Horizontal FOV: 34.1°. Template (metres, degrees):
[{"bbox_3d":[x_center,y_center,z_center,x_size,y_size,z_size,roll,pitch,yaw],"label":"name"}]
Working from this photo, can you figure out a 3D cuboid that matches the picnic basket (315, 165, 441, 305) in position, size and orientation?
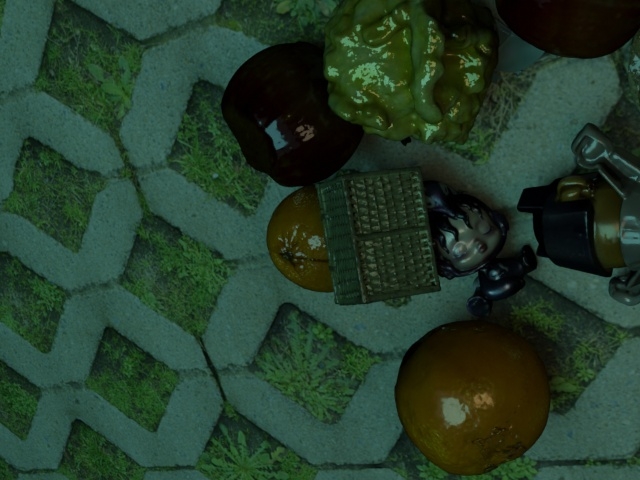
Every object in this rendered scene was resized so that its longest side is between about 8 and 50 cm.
[{"bbox_3d":[0.081,-0.006,1.597,0.154,0.134,0.196,166,94,-73],"label":"picnic basket"}]

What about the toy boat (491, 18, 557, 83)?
[{"bbox_3d":[0.289,-0.276,1.487,0.105,0.034,0.149,32,126,21],"label":"toy boat"}]

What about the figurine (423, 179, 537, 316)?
[{"bbox_3d":[0.223,-0.005,1.624,0.222,0.145,0.145,52,131,-3],"label":"figurine"}]

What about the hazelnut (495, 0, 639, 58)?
[{"bbox_3d":[0.333,-0.345,1.301,0.229,0.229,0.229,16,121,28],"label":"hazelnut"}]

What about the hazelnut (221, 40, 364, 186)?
[{"bbox_3d":[-0.038,-0.200,1.662,0.234,0.218,0.218,51,131,11],"label":"hazelnut"}]

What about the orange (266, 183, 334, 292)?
[{"bbox_3d":[0.000,0.000,1.747,0.193,0.161,0.193,19,132,22],"label":"orange"}]

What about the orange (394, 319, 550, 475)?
[{"bbox_3d":[0.240,0.243,1.650,0.246,0.246,0.246,16,121,28],"label":"orange"}]

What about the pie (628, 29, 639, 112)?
[{"bbox_3d":[0.528,-0.229,1.331,0.274,0.055,0.274,12,116,26],"label":"pie"}]

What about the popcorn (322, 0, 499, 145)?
[{"bbox_3d":[0.131,-0.254,1.473,0.237,0.293,0.293,-30,93,24],"label":"popcorn"}]

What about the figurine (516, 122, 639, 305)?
[{"bbox_3d":[0.418,-0.027,1.452,0.308,0.143,0.309,13,117,27],"label":"figurine"}]
